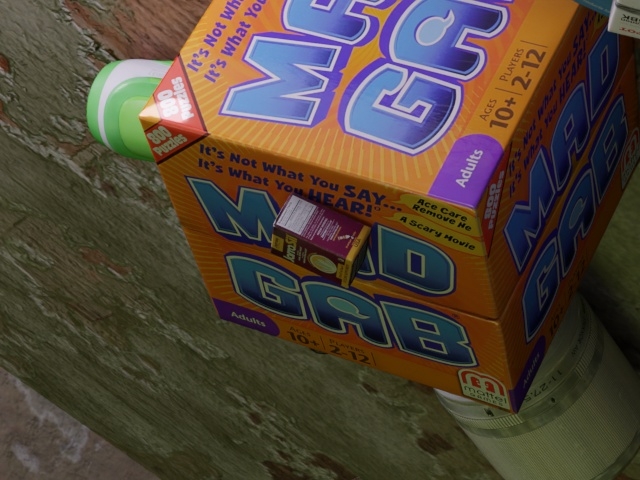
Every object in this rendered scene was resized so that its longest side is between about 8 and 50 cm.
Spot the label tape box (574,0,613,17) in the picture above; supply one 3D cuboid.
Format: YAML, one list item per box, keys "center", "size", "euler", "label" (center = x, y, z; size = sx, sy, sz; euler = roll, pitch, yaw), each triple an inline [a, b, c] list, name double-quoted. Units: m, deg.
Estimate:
- center: [0.281, -0.305, 1.660]
  size: [0.240, 0.106, 0.334]
  euler: [22, 162, -18]
  label: "label tape box"

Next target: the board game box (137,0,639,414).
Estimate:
- center: [0.090, -0.104, 1.995]
  size: [0.356, 0.356, 0.356]
  euler: [17, 150, 23]
  label: "board game box"

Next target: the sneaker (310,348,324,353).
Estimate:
- center: [-0.001, 0.067, 2.421]
  size: [0.281, 0.162, 0.106]
  euler: [-4, 140, 49]
  label: "sneaker"

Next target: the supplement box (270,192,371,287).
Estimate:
- center: [0.000, 0.000, 1.820]
  size: [0.083, 0.043, 0.055]
  euler: [24, 152, 10]
  label: "supplement box"

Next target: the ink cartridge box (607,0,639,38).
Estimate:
- center: [0.301, -0.214, 1.646]
  size: [0.099, 0.056, 0.135]
  euler: [14, 162, 6]
  label: "ink cartridge box"

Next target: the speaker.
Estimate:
- center: [-0.137, -0.143, 2.399]
  size: [0.296, 0.131, 0.131]
  euler: [13, 149, 28]
  label: "speaker"

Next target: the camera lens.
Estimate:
- center: [0.269, 0.176, 2.453]
  size: [0.219, 0.219, 0.274]
  euler: [1, 142, 42]
  label: "camera lens"
